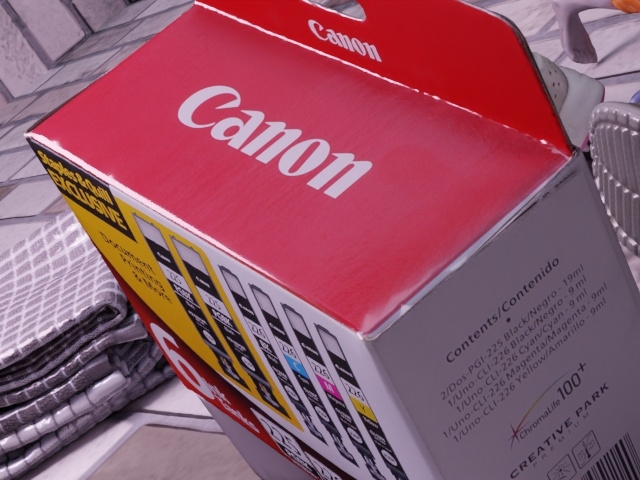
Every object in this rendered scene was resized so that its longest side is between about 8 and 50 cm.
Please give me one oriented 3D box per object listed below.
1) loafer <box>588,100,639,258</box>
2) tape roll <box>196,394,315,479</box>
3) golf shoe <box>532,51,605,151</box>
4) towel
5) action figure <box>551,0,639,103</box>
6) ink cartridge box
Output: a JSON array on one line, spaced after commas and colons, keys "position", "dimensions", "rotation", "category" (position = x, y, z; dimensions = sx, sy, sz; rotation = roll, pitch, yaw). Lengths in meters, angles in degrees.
[{"position": [0.237, -0.029, 0.911], "dimensions": [0.087, 0.094, 0.251], "rotation": [-15, 21, -21], "category": "loafer"}, {"position": [0.025, 0.057, 1.064], "dimensions": [0.219, 0.072, 0.219], "rotation": [-32, 18, 12], "category": "tape roll"}, {"position": [0.075, -0.103, 1.243], "dimensions": [0.306, 0.140, 0.115], "rotation": [-6, 58, 58], "category": "golf shoe"}, {"position": [-0.248, 0.091, 1.381], "dimensions": [0.284, 0.121, 0.235], "rotation": [-33, 19, 7], "category": "towel"}, {"position": [0.274, -0.227, 1.186], "dimensions": [0.341, 0.178, 0.330], "rotation": [-42, 10, -23], "category": "action figure"}, {"position": [0.000, 0.000, 0.802], "dimensions": [0.130, 0.272, 0.309], "rotation": [-41, 37, -17], "category": "ink cartridge box"}]
